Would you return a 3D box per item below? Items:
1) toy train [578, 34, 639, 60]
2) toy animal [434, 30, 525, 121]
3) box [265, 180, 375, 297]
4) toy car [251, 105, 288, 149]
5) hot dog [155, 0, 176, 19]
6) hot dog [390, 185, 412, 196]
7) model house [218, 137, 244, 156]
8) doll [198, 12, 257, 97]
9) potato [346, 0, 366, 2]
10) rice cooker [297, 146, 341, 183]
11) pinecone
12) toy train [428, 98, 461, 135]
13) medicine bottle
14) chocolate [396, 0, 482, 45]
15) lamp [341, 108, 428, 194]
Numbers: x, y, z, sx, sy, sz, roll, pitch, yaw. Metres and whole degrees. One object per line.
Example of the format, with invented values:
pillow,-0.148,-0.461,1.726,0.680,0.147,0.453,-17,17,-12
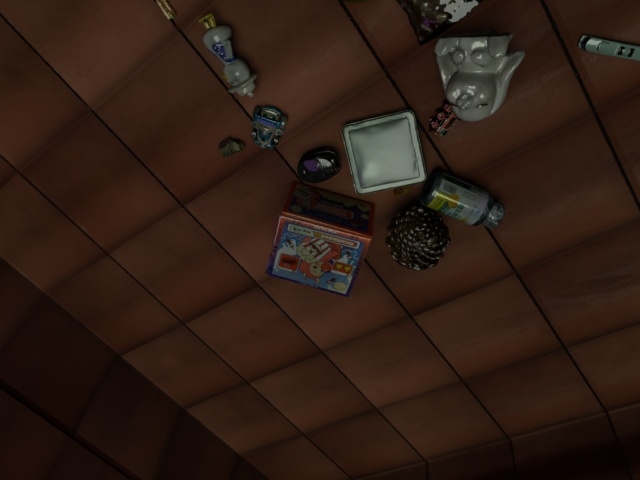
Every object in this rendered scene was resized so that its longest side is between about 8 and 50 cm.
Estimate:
toy train,0.897,-0.588,1.599,0.207,0.047,0.043,11,125,0
toy animal,0.487,-0.505,1.628,0.271,0.206,0.265,10,122,32
box,0.000,0.000,2.039,0.348,0.257,0.318,17,127,-3
toy car,-0.199,-0.396,1.886,0.126,0.098,0.161,20,124,-3
hot dog,-0.508,-0.766,1.723,0.037,0.021,0.083,-30,114,4
hot dog,0.299,-0.230,1.949,0.090,0.060,0.140,-5,131,8
model house,-0.337,-0.355,1.972,0.083,0.057,0.058,-16,96,42
doll,-0.306,-0.607,1.745,0.138,0.119,0.293,16,143,55
potato,0.031,-0.820,1.494,0.351,0.202,0.218,28,114,-26
rice cooker,-0.005,-0.279,1.934,0.165,0.106,0.112,-16,121,15
pinecone,0.354,0.001,1.986,0.246,0.246,0.292,13,164,0
toy train,0.433,-0.419,1.795,0.087,0.050,0.138,27,125,-14
medicine bottle,0.524,-0.144,1.919,0.293,0.141,0.141,22,126,-7
chocolate,0.358,-0.743,1.479,0.340,0.225,0.210,-34,105,28
lamp,0.229,-0.312,1.869,0.269,0.047,0.266,-10,109,17
